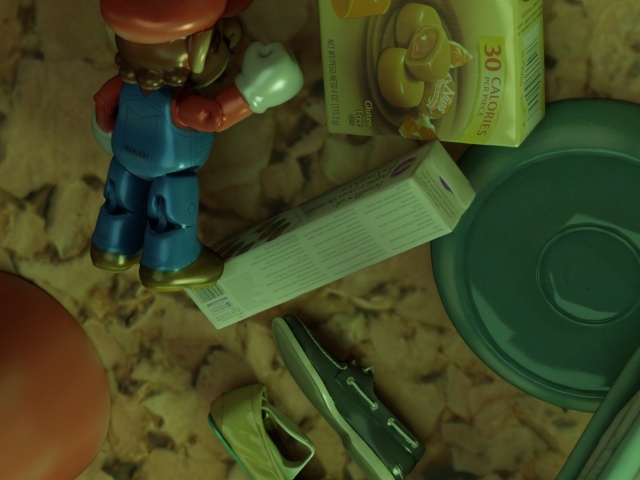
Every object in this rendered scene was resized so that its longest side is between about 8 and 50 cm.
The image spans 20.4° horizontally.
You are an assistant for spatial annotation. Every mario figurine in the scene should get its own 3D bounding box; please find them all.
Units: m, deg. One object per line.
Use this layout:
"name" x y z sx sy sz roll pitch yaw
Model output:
"mario figurine" -0.118 -0.123 1.639 0.198 0.170 0.321 9 110 -1

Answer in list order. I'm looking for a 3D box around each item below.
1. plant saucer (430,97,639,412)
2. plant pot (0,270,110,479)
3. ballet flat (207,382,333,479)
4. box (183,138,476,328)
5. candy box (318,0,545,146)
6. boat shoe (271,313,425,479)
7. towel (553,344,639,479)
"plant saucer" 0.250 0.026 1.624 0.317 0.044 0.318 7 115 15
"plant pot" -0.385 0.195 1.802 0.275 0.243 0.275 8 116 16
"ballet flat" -0.026 0.245 1.800 0.073 0.080 0.232 -32 102 13
"box" 0.000 0.000 1.635 0.324 0.063 0.067 -25 110 43
"candy box" 0.092 -0.245 1.523 0.182 0.087 0.317 6 114 22
"boat shoe" 0.028 0.150 1.758 0.065 0.075 0.206 -36 94 -15
"towel" 0.363 0.253 1.551 0.320 0.090 0.374 35 85 -13
